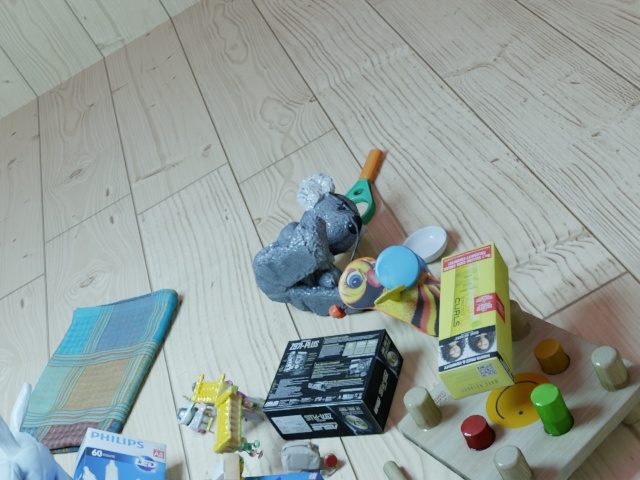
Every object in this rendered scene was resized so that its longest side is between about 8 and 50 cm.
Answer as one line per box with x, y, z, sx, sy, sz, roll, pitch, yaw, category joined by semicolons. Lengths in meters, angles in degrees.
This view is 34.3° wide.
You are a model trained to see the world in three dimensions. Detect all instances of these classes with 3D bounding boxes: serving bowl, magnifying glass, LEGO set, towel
0.184;0.013;1.797;0.083;0.027;0.083;-21;35;15;serving bowl
0.079;-0.099;2.034;0.092;0.026;0.231;-9;38;31;magnifying glass
-0.128;0.289;1.611;0.132;0.107;0.287;-64;26;3;LEGO set
-0.434;0.248;1.979;0.271;0.040;0.370;-12;38;29;towel

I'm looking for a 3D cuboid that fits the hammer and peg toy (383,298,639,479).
0.221;0.249;1.361;0.361;0.127;0.266;-41;34;-15;hammer and peg toy

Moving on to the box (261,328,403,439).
0.020;0.223;1.604;0.180;0.077;0.147;-11;38;29;box

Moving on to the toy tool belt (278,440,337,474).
-0.019;0.319;1.535;0.083;0.052;0.051;0;6;-8;toy tool belt

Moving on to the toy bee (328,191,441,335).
0.100;0.079;1.647;0.298;0.195;0.162;38;94;38;toy bee

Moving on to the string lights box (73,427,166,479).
-0.308;0.412;1.562;0.260;0.133;0.077;-100;31;-55;string lights box

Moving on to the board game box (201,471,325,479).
-0.103;0.413;1.481;0.210;0.047;0.160;-12;37;29;board game box

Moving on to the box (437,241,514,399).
0.209;0.104;1.397;0.087;0.058;0.232;-19;33;23;box

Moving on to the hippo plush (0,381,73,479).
-0.514;0.430;1.606;0.236;0.294;0.234;-30;5;19;hippo plush

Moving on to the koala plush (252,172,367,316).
0.000;0.000;1.825;0.203;0.196;0.221;-14;39;42;koala plush
